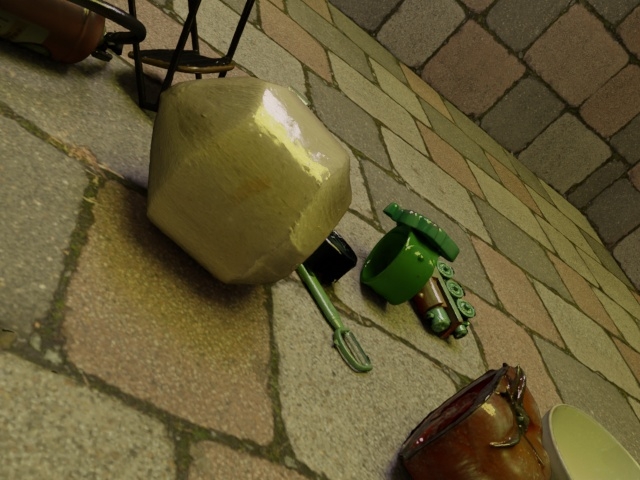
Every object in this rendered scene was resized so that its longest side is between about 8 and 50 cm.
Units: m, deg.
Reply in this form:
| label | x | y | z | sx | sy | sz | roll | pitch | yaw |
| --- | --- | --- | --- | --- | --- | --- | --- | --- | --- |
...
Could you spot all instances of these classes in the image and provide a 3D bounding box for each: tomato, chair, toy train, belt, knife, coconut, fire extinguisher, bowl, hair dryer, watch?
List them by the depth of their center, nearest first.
| label | x | y | z | sx | sy | sz | roll | pitch | yaw |
| --- | --- | --- | --- | --- | --- | --- | --- | --- | --- |
| coconut | -0.099 | -0.084 | 0.846 | 0.266 | 0.237 | 0.237 | 44 | 24 | -2 |
| tomato | 0.210 | 0.267 | 0.855 | 0.155 | 0.181 | 0.214 | 55 | 29 | 7 |
| fire extinguisher | -0.380 | -0.302 | 0.870 | 0.376 | 0.113 | 0.200 | 15 | 19 | -49 |
| bowl | 0.365 | 0.381 | 0.949 | 0.277 | 0.145 | 0.277 | 37 | 23 | -19 |
| knife | 0.006 | 0.100 | 0.988 | 0.054 | 0.015 | 0.212 | 7 | 44 | -52 |
| belt | 0.000 | 0.000 | 1.067 | 0.140 | 0.058 | 0.105 | 49 | 13 | 17 |
| chair | -0.203 | -0.283 | 1.069 | 0.172 | 0.246 | 0.159 | 22 | 25 | 18 |
| watch | 0.141 | 0.032 | 1.165 | 0.131 | 0.152 | 0.165 | 37 | -4 | -16 |
| toy train | 0.204 | 0.099 | 1.245 | 0.118 | 0.074 | 0.175 | 13 | 43 | -35 |
| hair dryer | -0.070 | -0.295 | 1.484 | 0.063 | 0.038 | 0.124 | 42 | 31 | -1 |
